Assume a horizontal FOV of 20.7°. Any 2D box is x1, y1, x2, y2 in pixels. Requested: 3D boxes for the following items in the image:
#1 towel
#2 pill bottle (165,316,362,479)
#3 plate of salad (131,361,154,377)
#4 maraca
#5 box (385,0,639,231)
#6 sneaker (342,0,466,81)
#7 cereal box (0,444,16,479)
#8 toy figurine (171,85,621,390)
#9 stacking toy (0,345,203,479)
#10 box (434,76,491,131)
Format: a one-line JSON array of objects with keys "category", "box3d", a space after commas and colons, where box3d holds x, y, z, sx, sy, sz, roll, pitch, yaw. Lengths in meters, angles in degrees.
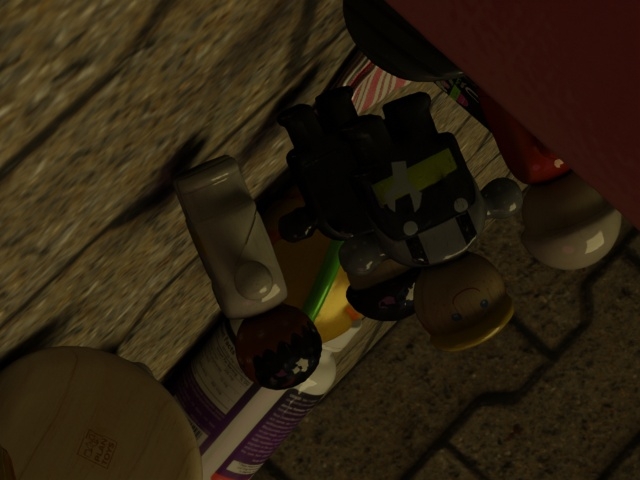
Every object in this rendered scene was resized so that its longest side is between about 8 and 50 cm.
[{"category": "towel", "box3d": [0.076, -0.146, 1.191, 0.144, 0.029, 0.197, -52, 172, 35]}, {"category": "pill bottle", "box3d": [-0.055, 0.117, 1.505, 0.193, 0.108, 0.108, -49, 172, 17]}, {"category": "plate of salad", "box3d": [-0.151, 0.180, 1.205, 0.200, 0.048, 0.200, -49, -153, 36]}, {"category": "maraca", "box3d": [0.000, 0.000, 1.282, 0.127, 0.099, 0.185, -52, -163, 45]}, {"category": "box", "box3d": [0.101, -0.134, 0.606, 0.148, 0.232, 0.127, -40, 170, -43]}, {"category": "sneaker", "box3d": [0.143, -0.196, 0.945, 0.330, 0.122, 0.146, -46, 170, -9]}, {"category": "cereal box", "box3d": [-0.199, 0.162, 0.524, 0.047, 0.173, 0.240, -123, -135, -55]}, {"category": "toy figurine", "box3d": [0.043, -0.010, 0.989, 0.213, 0.148, 0.209, -16, -168, 34]}, {"category": "stacking toy", "box3d": [-0.198, 0.194, 1.092, 0.141, 0.141, 0.330, -41, 177, -41]}, {"category": "box", "box3d": [0.129, -0.114, 1.260, 0.052, 0.083, 0.062, -48, 175, -10]}]
